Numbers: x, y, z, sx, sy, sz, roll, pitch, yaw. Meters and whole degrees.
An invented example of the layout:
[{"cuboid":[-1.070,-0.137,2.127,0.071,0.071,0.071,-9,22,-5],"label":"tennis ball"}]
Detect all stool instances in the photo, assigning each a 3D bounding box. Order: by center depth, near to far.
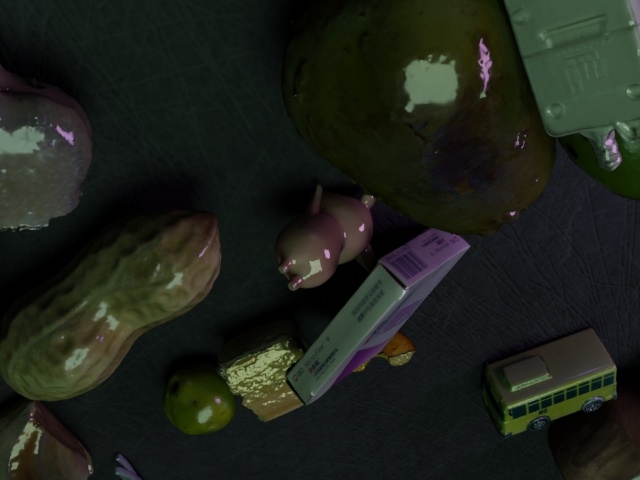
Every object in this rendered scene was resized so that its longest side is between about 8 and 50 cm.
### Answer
[{"cuboid":[0.495,0.282,1.398,0.264,0.179,0.179,-40,135,24],"label":"stool"}]

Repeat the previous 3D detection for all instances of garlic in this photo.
[{"cuboid":[-0.350,0.270,1.152,0.101,0.087,0.196,-29,137,-7],"label":"garlic"}]

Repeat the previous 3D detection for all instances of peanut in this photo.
[{"cuboid":[-0.212,0.065,0.934,0.298,0.136,0.120,-37,126,20],"label":"peanut"}]

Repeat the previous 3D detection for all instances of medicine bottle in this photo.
[{"cuboid":[0.061,0.077,1.049,0.201,0.052,0.171,-53,165,31],"label":"medicine bottle"}]

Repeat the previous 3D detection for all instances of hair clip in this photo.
[{"cuboid":[-0.264,0.331,1.288,0.039,0.030,0.115,-15,139,-2],"label":"hair clip"}]

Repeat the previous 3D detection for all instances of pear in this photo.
[{"cuboid":[-0.142,0.194,1.141,0.097,0.092,0.092,21,126,-37],"label":"pear"}]

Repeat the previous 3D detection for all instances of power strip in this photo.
[{"cuboid":[0.178,-0.210,0.695,0.098,0.058,0.338,-11,109,33],"label":"power strip"}]

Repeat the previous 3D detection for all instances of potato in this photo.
[{"cuboid":[0.094,-0.115,0.817,0.210,0.173,0.307,-31,134,16],"label":"potato"}]

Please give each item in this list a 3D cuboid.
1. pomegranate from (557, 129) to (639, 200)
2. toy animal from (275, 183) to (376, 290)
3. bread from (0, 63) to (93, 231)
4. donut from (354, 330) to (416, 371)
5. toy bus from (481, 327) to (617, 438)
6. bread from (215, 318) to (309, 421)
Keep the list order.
[{"cuboid":[0.307,-0.179,0.820,0.230,0.231,0.286,-18,112,0],"label":"pomegranate"},{"cuboid":[0.005,0.002,0.963,0.150,0.089,0.083,-36,155,-41],"label":"toy animal"},{"cuboid":[-0.354,-0.093,0.739,0.337,0.102,0.183,-5,135,-12],"label":"bread"},{"cuboid":[0.069,0.145,1.182,0.083,0.067,0.038,-43,164,-19],"label":"donut"},{"cuboid":[0.314,0.196,1.308,0.175,0.088,0.101,-19,138,-3],"label":"toy bus"},{"cuboid":[-0.059,0.151,1.130,0.106,0.082,0.125,-30,129,-2],"label":"bread"}]
